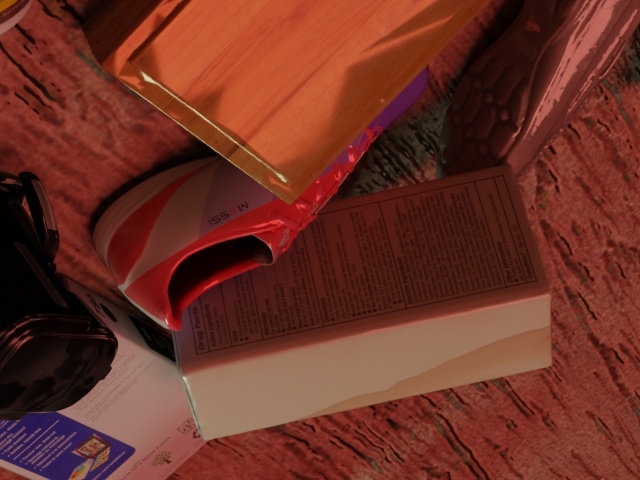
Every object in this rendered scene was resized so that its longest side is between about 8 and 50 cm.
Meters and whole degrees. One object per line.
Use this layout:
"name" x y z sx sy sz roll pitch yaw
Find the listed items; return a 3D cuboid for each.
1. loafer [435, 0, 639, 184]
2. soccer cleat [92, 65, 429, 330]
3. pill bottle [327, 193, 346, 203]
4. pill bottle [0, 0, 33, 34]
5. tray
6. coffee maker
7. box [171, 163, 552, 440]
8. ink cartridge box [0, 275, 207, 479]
"loafer" 0.206 -0.152 1.623 0.111 0.112 0.319 8 126 -37
"soccer cleat" -0.029 -0.047 1.527 0.318 0.116 0.108 -34 146 -5
"pill bottle" 0.000 0.000 1.677 0.043 0.043 0.083 -10 138 -35
"pill bottle" -0.234 -0.227 1.125 0.117 0.117 0.215 -22 144 -22
"tray" 0.043 -0.232 1.356 0.411 0.076 0.203 -46 126 11
"coffee maker" -0.257 0.040 1.369 0.171 0.178 0.120 -12 138 -33
"box" 0.030 0.053 1.595 0.311 0.148 0.121 -11 144 0
"ink cartridge box" -0.213 0.132 1.624 0.165 0.065 0.333 -41 148 7
